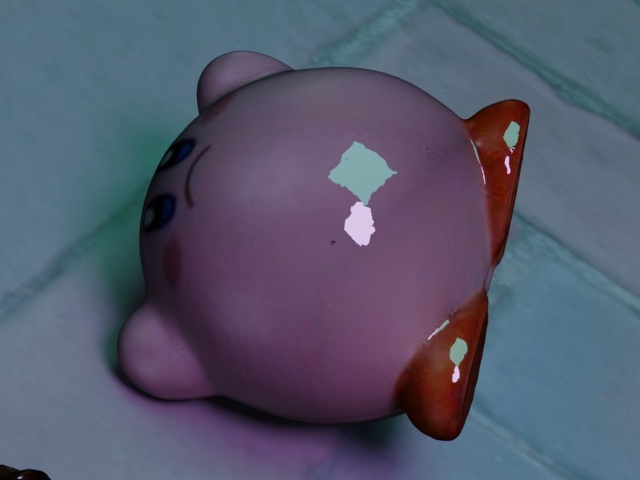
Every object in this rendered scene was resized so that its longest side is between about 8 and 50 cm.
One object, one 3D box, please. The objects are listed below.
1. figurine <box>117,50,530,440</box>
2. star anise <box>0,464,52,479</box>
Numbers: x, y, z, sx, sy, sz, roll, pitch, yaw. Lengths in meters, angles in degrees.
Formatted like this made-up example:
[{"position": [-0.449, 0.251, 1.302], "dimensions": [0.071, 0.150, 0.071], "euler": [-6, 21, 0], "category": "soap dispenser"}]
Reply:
[{"position": [0.000, 0.000, 0.863], "dimensions": [0.173, 0.173, 0.173], "euler": [17, 37, -14], "category": "figurine"}, {"position": [-0.093, 0.149, 0.713], "dimensions": [0.168, 0.057, 0.168], "euler": [26, 29, -16], "category": "star anise"}]
